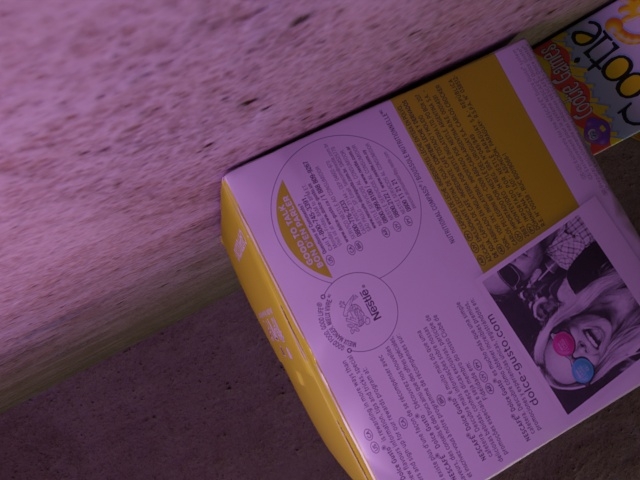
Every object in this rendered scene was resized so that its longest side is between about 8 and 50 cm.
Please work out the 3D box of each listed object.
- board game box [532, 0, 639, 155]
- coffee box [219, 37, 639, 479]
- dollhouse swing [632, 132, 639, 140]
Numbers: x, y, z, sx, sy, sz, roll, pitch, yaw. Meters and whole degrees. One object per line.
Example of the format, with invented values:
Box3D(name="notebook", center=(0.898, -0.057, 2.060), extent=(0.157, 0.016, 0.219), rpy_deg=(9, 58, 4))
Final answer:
Box3D(name="board game box", center=(0.387, -0.215, 0.706), extent=(0.275, 0.142, 0.144), rpy_deg=(-29, 177, 16))
Box3D(name="coffee box", center=(0.103, 0.045, 0.684), extent=(0.334, 0.338, 0.337), rpy_deg=(-27, 177, -12))
Box3D(name="dollhouse swing", center=(0.572, -0.320, 0.912), extent=(0.346, 0.315, 0.305), rpy_deg=(-25, 141, -49))
